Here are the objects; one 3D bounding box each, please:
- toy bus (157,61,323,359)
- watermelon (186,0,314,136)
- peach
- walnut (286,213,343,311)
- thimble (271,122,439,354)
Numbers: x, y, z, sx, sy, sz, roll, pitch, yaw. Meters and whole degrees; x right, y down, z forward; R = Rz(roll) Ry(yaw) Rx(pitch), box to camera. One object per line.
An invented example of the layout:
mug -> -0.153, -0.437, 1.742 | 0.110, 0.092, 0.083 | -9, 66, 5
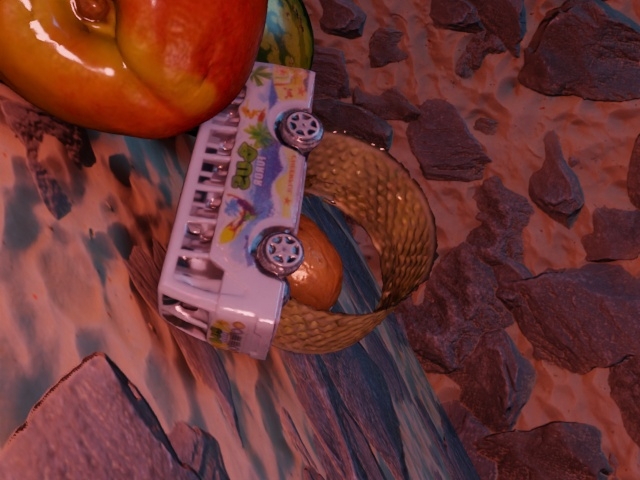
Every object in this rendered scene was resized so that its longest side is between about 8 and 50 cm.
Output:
toy bus -> -0.080, -0.044, 0.799 | 0.109, 0.135, 0.330 | 113, -13, -58
watermelon -> -0.150, -0.294, 1.122 | 0.285, 0.285, 0.285 | 57, 9, -15
peach -> -0.200, -0.256, 0.734 | 0.308, 0.307, 0.332 | 55, 5, -26
walnut -> -0.041, 0.041, 1.097 | 0.180, 0.144, 0.144 | 51, 6, 19
thimble -> 0.000, 0.000, 0.957 | 0.271, 0.270, 0.150 | 62, -31, 19
